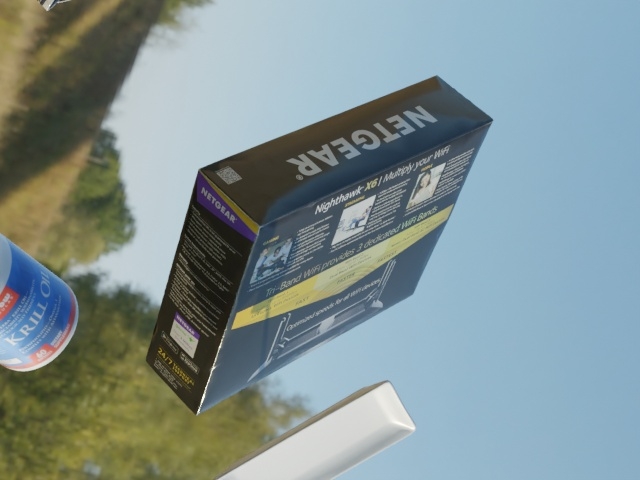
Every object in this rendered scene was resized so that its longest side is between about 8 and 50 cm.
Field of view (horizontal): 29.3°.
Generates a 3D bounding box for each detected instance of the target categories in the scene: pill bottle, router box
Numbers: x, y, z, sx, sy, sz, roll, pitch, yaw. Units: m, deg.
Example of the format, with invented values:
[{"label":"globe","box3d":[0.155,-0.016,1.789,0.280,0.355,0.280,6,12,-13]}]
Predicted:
[{"label":"pill bottle","box3d":[-0.381,0.054,1.377,0.221,0.124,0.124,48,48,-55]},{"label":"router box","box3d":[0.000,0.000,1.126,0.081,0.309,0.243,43,-45,23]}]

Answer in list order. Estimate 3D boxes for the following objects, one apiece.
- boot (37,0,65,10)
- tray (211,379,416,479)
[{"label":"boot","box3d":[-0.395,-0.367,1.641,0.095,0.258,0.123,-99,172,-80]},{"label":"tray","box3d":[-0.010,0.279,1.638,0.270,0.145,0.030,-30,-132,0]}]
